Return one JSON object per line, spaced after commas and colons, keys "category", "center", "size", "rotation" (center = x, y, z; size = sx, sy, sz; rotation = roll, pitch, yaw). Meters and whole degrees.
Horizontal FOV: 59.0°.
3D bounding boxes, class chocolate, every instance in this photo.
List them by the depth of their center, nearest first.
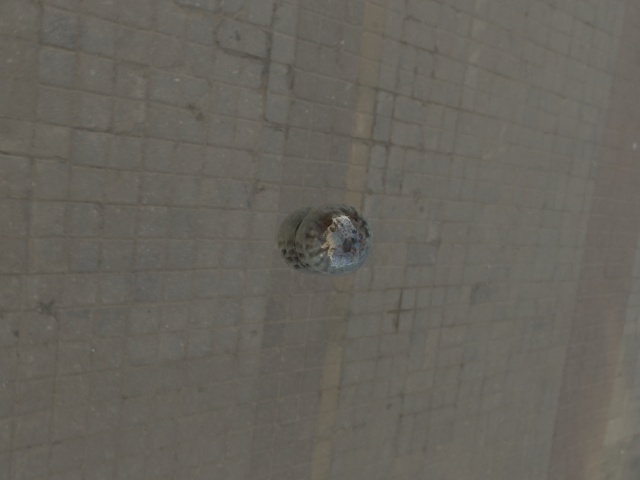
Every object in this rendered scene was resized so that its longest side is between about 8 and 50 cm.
{"category": "chocolate", "center": [0.000, 0.000, 0.548], "size": [0.072, 0.167, 0.072], "rotation": [0, 91, -14]}
